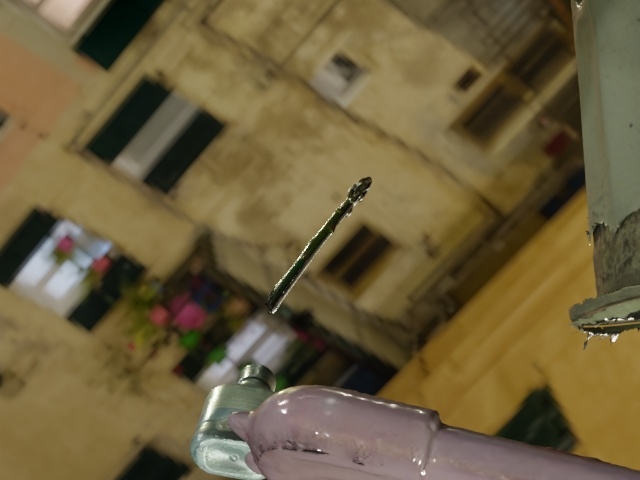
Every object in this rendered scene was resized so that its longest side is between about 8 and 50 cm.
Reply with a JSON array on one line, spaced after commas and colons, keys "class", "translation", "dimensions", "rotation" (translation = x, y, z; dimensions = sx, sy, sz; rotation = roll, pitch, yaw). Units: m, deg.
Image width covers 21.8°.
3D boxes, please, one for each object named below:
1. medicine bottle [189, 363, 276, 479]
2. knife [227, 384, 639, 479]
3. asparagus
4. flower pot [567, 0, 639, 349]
[{"class": "medicine bottle", "translation": [-0.076, 0.180, 1.678], "dimensions": [0.090, 0.054, 0.208], "rotation": [9, -164, 2]}, {"class": "knife", "translation": [0.154, 0.106, 0.594], "dimensions": [0.398, 0.132, 0.038], "rotation": [10, -120, 15]}, {"class": "asparagus", "translation": [0.000, 0.000, 1.228], "dimensions": [0.013, 0.016, 0.166], "rotation": [29, -131, 10]}, {"class": "flower pot", "translation": [0.293, -0.072, 1.185], "dimensions": [0.290, 0.290, 0.259], "rotation": [5, -109, -58]}]
